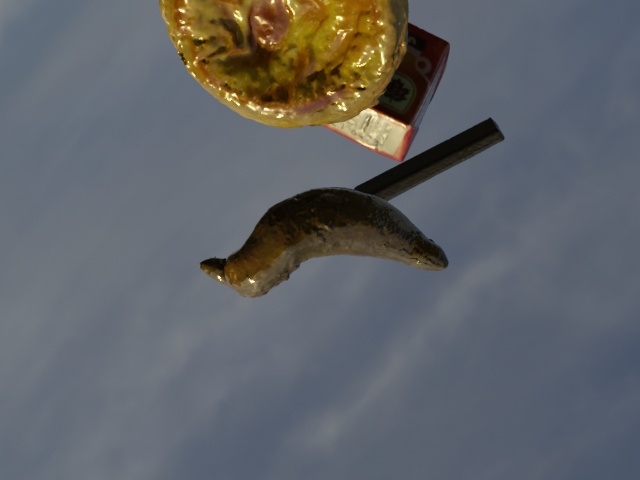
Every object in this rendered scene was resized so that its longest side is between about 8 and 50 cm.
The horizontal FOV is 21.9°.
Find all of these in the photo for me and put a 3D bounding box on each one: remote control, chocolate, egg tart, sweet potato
[{"bbox_3d":[0.166,-0.119,2.554,0.245,0.025,0.063,-28,-149,4],"label":"remote control"},{"bbox_3d":[0.087,-0.290,2.866,0.234,0.237,0.108,-63,179,-31],"label":"chocolate"},{"bbox_3d":[-0.035,-0.265,1.836,0.295,0.295,0.116,-34,-164,26],"label":"egg tart"},{"bbox_3d":[-0.003,-0.003,2.057,0.310,0.124,0.098,-9,-154,2],"label":"sweet potato"}]
